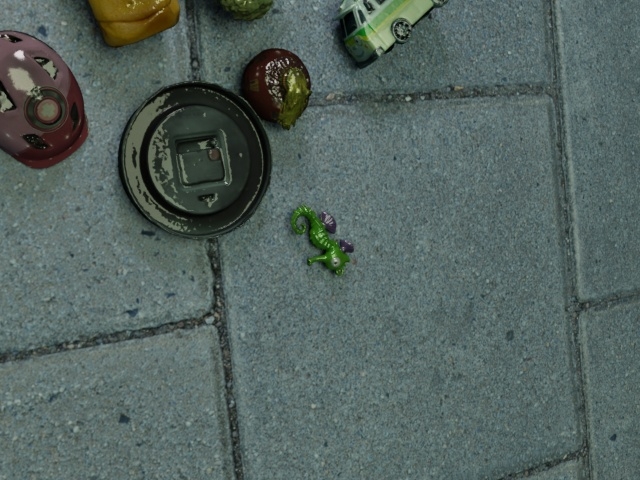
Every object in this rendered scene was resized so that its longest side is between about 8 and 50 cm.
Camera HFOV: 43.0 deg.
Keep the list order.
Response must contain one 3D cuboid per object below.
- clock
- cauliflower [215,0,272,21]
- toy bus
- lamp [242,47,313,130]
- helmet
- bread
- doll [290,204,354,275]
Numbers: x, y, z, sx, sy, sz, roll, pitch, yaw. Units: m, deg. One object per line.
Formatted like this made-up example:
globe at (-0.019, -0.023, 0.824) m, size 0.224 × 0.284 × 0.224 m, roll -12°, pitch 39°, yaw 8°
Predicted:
clock at (-0.257, -0.165, 1.678) m, size 0.325 × 0.067 × 0.325 m, roll -1°, pitch 92°, yaw -28°
cauliflower at (-0.174, -0.603, 1.621) m, size 0.281 × 0.327 × 0.260 m, roll 36°, pitch 50°, yaw 21°
toy bus at (0.159, -0.533, 1.836) m, size 0.276 × 0.133 × 0.165 m, roll -44°, pitch 102°, yaw -14°
lamp at (-0.085, -0.331, 1.725) m, size 0.157 × 0.135 × 0.156 m, roll 26°, pitch 79°, yaw -24°
helmet at (-0.533, -0.265, 1.485) m, size 0.198 × 0.154 × 0.253 m, roll -43°, pitch 105°, yaw -21°
bread at (-0.384, -0.527, 1.549) m, size 0.166 × 0.132 × 0.294 m, roll -21°, pitch 104°, yaw 0°
doll at (0.000, 0.000, 1.830) m, size 0.115 × 0.050 × 0.190 m, roll -42°, pitch 108°, yaw -28°
